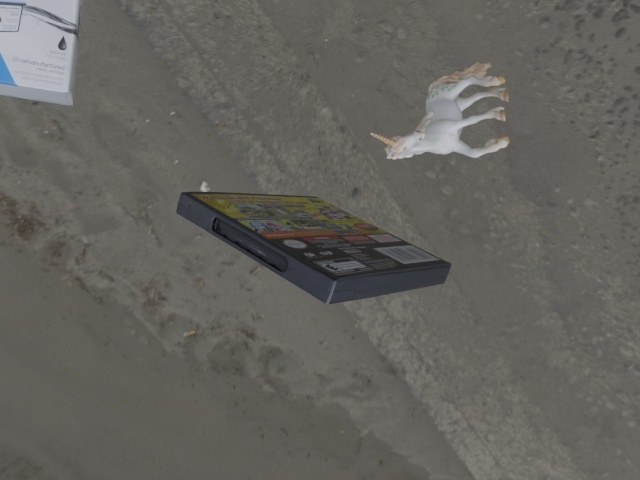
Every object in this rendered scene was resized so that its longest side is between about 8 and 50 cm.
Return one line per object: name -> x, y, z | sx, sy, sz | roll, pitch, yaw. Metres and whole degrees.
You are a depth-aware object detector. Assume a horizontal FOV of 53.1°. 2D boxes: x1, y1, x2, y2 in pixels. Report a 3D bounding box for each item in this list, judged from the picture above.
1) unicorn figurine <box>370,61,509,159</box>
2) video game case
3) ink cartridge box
unicorn figurine -> 0.124, -0.116, 0.620 | 0.111, 0.162, 0.060 | -5, 121, 21
video game case -> 0.000, 0.000, 0.817 | 0.248, 0.275, 0.035 | 29, 108, 32
ink cartridge box -> -0.399, -0.292, 0.863 | 0.139, 0.082, 0.191 | 6, 87, -18
